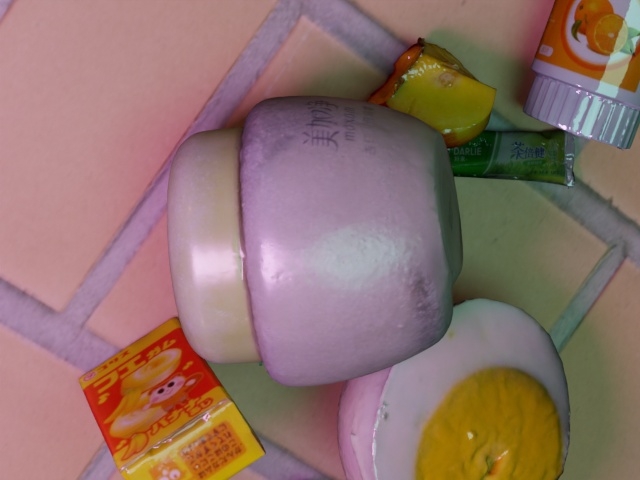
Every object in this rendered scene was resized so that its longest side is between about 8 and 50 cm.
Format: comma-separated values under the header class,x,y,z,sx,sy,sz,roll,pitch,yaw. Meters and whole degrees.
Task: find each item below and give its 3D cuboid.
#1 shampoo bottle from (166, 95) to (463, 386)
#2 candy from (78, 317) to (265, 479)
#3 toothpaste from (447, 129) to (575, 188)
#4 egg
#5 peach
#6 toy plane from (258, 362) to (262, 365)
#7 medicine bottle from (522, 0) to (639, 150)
class,x,y,z,sx,sy,sz,roll,pitch,yaw
shampoo bottle,0.000,0.000,1.701,0.317,0.322,0.322,-2,108,3
candy,-0.173,0.195,1.731,0.146,0.276,0.088,-35,114,-7
toothpaste,0.207,-0.106,1.899,0.248,0.047,0.078,1,89,-21
egg,0.133,0.231,1.887,0.337,0.201,0.337,1,88,-39
peach,0.132,-0.161,1.809,0.151,0.151,0.118,19,120,-23
toy plane,-0.063,0.110,1.877,0.080,0.033,0.083,-9,102,-15
medicine bottle,0.359,-0.276,1.837,0.158,0.158,0.318,15,100,-22
